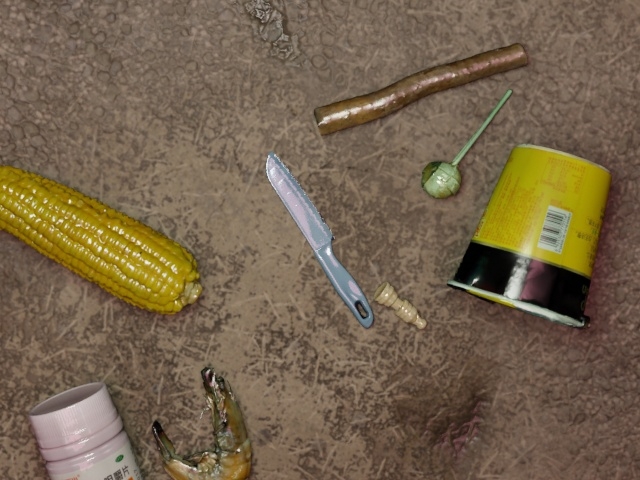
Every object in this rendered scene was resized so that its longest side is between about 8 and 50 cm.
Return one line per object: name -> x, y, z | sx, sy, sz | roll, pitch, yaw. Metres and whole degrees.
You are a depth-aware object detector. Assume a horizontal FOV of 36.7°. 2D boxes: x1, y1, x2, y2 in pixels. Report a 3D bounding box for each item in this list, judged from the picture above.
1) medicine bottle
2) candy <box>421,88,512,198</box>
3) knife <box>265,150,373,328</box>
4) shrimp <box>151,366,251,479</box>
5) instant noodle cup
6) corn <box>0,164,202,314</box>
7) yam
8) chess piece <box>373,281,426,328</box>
medicine bottle -> -0.344, 0.354, 1.478 | 0.133, 0.133, 0.249 | -18, 97, 2
candy -> 0.226, -0.149, 1.457 | 0.061, 0.061, 0.202 | 37, 88, -5
knife -> 0.000, 0.000, 1.488 | 0.044, 0.019, 0.313 | -33, 97, -4
shrimp -> -0.188, 0.304, 1.515 | 0.150, 0.051, 0.217 | -7, 102, 8
instant noodle cup -> 0.317, -0.007, 1.405 | 0.215, 0.215, 0.236 | 18, 91, -3
corn -> -0.340, -0.003, 1.431 | 0.363, 0.120, 0.120 | 28, 97, -5
yam -> 0.149, -0.227, 1.442 | 0.327, 0.045, 0.045 | -18, 128, 2
chess piece -> 0.127, 0.105, 1.496 | 0.092, 0.035, 0.035 | 39, 96, -9
